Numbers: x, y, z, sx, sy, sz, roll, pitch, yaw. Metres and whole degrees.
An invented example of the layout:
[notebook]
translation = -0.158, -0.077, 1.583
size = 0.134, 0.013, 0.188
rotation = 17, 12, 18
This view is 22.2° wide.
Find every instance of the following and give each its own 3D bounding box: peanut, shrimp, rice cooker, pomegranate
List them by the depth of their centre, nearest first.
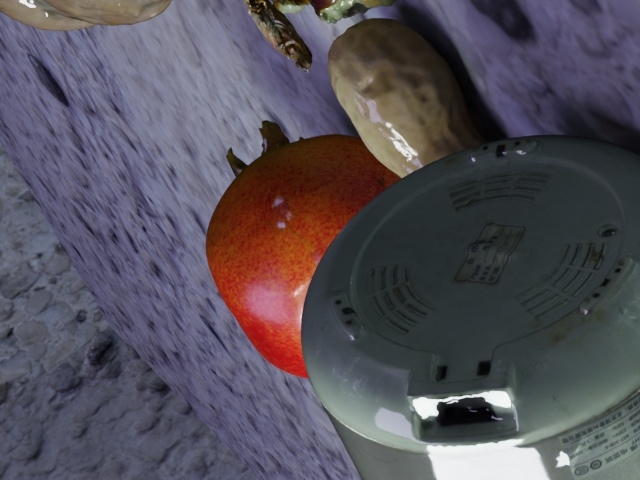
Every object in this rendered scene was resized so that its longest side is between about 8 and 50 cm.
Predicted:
[rice cooker]
translation = 0.150, 0.101, 1.079
size = 0.288, 0.288, 0.277
rotation = 35, 157, 51
[peanut]
translation = 0.087, -0.071, 1.256
size = 0.228, 0.085, 0.104
rotation = 56, 175, -15
[shrimp]
translation = -0.044, -0.190, 1.347
size = 0.127, 0.025, 0.091
rotation = 53, 176, 29
[pomegranate]
translation = 0.000, 0.000, 1.460
size = 0.257, 0.221, 0.221
rotation = 57, 169, 30

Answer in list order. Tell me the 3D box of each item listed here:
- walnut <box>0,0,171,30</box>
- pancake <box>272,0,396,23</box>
[walnut]
translation = -0.201, -0.267, 1.287
size = 0.224, 0.224, 0.224
rotation = 49, 165, 18
[pancake]
translation = -0.104, -0.328, 1.295
size = 0.427, 0.067, 0.305
rotation = 52, 167, -2
